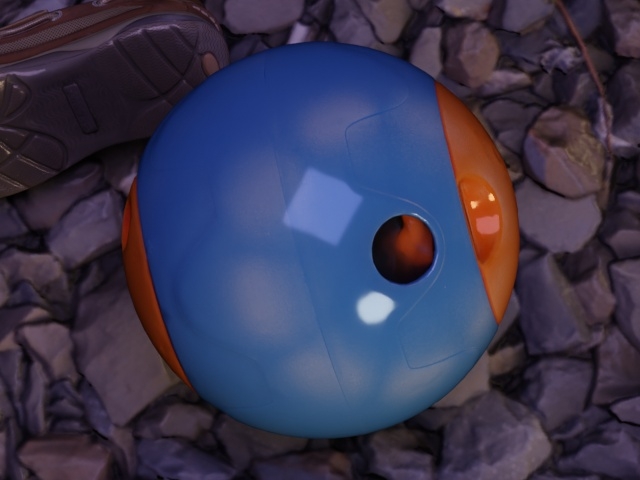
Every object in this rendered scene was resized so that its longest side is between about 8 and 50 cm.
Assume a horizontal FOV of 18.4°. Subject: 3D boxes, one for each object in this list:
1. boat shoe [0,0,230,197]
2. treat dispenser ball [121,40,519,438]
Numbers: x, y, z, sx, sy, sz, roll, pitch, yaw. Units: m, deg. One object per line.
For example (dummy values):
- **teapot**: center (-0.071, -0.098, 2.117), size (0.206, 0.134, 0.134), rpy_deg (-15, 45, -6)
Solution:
- **boat shoe**: center (-0.229, -0.121, 1.589), size (0.324, 0.123, 0.116), rpy_deg (-13, 34, 3)
- **treat dispenser ball**: center (0.000, 0.000, 1.433), size (0.288, 0.288, 0.288), rpy_deg (0, 67, -1)
